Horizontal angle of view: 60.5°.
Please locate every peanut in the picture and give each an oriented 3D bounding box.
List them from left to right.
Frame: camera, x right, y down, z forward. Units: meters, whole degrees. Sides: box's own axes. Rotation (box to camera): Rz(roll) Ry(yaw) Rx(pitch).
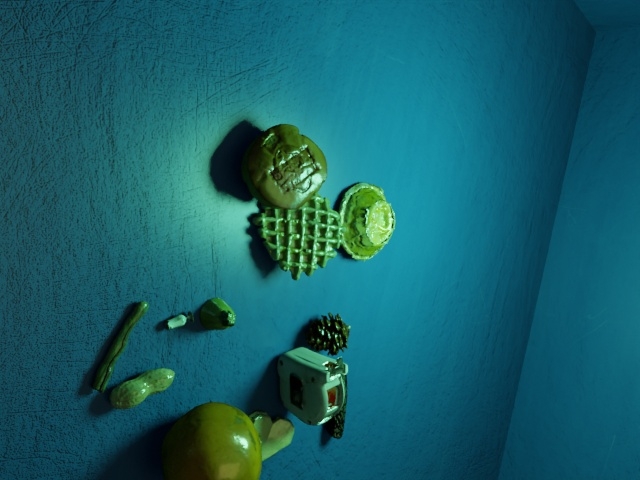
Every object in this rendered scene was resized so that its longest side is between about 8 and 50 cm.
[{"bbox_3d":[-0.502,0.415,1.554,0.187,0.082,0.082,-23,113,-38],"label":"peanut"}]

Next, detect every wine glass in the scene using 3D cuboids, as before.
[{"bbox_3d":[-0.421,0.242,1.634,0.083,0.042,0.039,-21,74,-37],"label":"wine glass"}]

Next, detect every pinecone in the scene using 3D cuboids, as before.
[{"bbox_3d":[0.028,0.346,2.010,0.174,0.174,0.173,-10,104,-43],"label":"pinecone"}]

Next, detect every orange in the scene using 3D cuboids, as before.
[{"bbox_3d":[-0.318,0.636,1.619,0.312,0.312,0.312,-10,104,-43],"label":"orange"}]

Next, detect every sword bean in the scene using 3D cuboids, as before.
[{"bbox_3d":[-0.552,0.288,1.514,0.043,0.038,0.269,37,71,-35],"label":"sword bean"}]

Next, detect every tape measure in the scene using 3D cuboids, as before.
[{"bbox_3d":[-0.034,0.501,1.897,0.130,0.258,0.265,-11,105,-44],"label":"tape measure"}]

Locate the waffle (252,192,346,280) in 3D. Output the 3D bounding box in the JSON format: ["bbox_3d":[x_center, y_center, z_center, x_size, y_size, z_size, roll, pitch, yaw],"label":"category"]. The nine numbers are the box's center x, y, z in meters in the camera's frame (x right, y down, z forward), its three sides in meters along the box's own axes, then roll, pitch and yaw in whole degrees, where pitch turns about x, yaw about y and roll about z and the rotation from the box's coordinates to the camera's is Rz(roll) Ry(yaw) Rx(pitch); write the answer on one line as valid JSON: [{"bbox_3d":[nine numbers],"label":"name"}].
[{"bbox_3d":[-0.063,-0.041,1.845,0.292,0.056,0.309,-40,101,-21],"label":"waffle"}]

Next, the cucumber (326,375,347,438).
[{"bbox_3d":[0.070,0.623,2.150,0.072,0.072,0.300,-1,98,-44],"label":"cucumber"}]

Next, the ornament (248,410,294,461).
[{"bbox_3d":[-0.195,0.699,1.924,0.201,0.059,0.180,29,78,-40],"label":"ornament"}]

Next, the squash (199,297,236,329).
[{"bbox_3d":[-0.294,0.239,1.687,0.105,0.132,0.105,-8,102,-41],"label":"squash"}]

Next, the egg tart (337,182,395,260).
[{"bbox_3d":[0.193,-0.074,2.105,0.315,0.120,0.315,-4,95,-45],"label":"egg tart"}]

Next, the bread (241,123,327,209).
[{"bbox_3d":[-0.115,-0.225,1.729,0.270,0.148,0.269,3,84,-26],"label":"bread"}]
